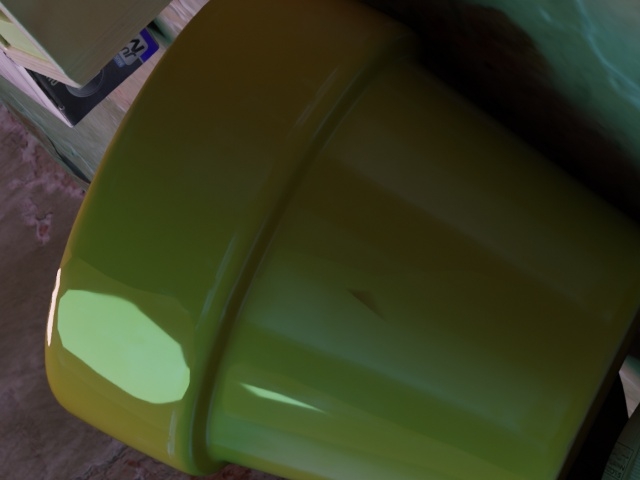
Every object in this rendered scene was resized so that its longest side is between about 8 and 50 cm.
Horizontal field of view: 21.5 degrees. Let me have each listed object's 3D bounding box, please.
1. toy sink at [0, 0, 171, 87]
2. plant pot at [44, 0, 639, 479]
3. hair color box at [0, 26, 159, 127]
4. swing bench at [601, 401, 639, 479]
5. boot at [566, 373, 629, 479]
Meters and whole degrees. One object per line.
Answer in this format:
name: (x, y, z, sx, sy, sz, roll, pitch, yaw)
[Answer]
toy sink: (-0.206, -0.222, 1.038, 0.234, 0.131, 0.153, 50, 169, -26)
plant pot: (0.031, 0.024, 0.834, 0.239, 0.254, 0.254, 25, 166, 13)
hair color box: (-0.294, -0.242, 1.410, 0.339, 0.110, 0.185, 37, 166, 47)
swing bench: (0.262, 0.194, 0.749, 0.254, 0.165, 0.253, 47, 172, -20)
boot: (0.111, 0.165, 0.945, 0.112, 0.115, 0.305, 39, -151, -18)
